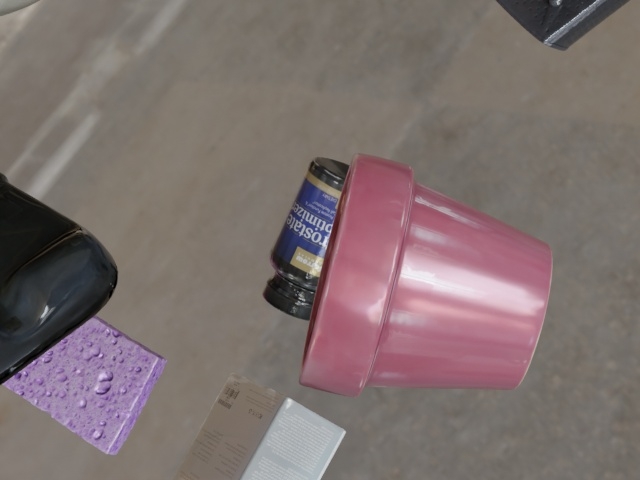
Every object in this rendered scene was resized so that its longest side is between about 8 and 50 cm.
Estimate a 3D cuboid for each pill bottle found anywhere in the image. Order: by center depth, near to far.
[{"bbox_3d":[0.000,0.000,2.145,0.219,0.122,0.123,-66,26,14],"label":"pill bottle"}]

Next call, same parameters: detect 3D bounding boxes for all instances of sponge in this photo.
[{"bbox_3d":[-0.276,0.128,1.592,0.210,0.031,0.117,29,91,21],"label":"sponge"}]

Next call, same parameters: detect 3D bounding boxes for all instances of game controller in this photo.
[{"bbox_3d":[-0.285,-0.004,0.977,0.319,0.067,0.166,29,41,31],"label":"game controller"}]

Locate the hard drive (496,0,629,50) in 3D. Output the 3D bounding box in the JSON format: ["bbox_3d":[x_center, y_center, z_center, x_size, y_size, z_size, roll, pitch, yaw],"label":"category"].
[{"bbox_3d":[0.231,-0.307,1.481,0.172,0.054,0.255,-38,49,9],"label":"hard drive"}]

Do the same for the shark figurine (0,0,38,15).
[{"bbox_3d":[-0.210,-0.307,1.425,0.278,0.116,0.166,-51,6,-1],"label":"shark figurine"}]

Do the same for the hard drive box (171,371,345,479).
[{"bbox_3d":[-0.094,0.283,1.687,0.232,0.089,0.181,-60,22,-8],"label":"hard drive box"}]

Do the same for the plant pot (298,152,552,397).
[{"bbox_3d":[0.090,0.043,1.242,0.201,0.180,0.201,-167,90,-88],"label":"plant pot"}]
